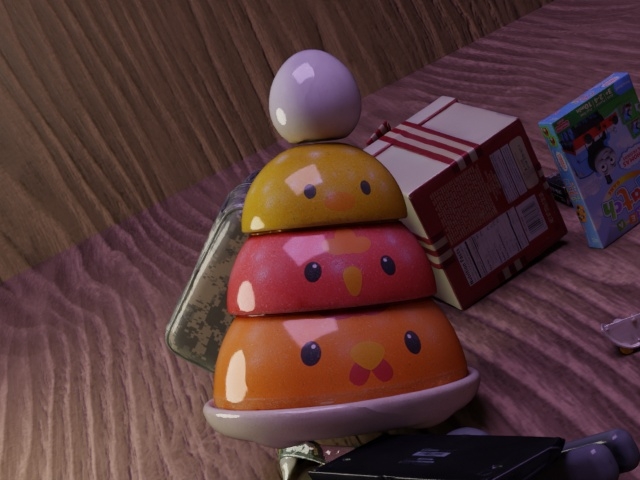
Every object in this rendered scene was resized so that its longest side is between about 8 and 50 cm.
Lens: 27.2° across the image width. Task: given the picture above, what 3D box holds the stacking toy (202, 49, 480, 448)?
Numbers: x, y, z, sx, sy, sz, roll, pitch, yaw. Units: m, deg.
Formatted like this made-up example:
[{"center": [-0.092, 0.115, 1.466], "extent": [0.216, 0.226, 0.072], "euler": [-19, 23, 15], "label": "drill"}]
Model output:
[{"center": [0.000, 0.000, 1.662], "extent": [0.351, 0.479, 0.350], "euler": [-8, 1, 0], "label": "stacking toy"}]

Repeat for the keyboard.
[{"center": [0.090, 0.249, 1.370], "extent": [0.202, 0.033, 0.317], "euler": [-21, 4, -33], "label": "keyboard"}]

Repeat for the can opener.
[{"center": [0.209, 0.238, 1.395], "extent": [0.074, 0.093, 0.280], "euler": [-26, 2, -38], "label": "can opener"}]

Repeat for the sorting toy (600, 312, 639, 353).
[{"center": [0.397, 0.104, 1.660], "extent": [0.083, 0.044, 0.075], "euler": [-22, 11, 14], "label": "sorting toy"}]

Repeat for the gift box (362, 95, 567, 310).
[{"center": [0.216, -0.067, 2.073], "extent": [0.276, 0.255, 0.258], "euler": [-31, 25, -18], "label": "gift box"}]

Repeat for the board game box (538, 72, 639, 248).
[{"center": [0.428, -0.119, 1.963], "extent": [0.160, 0.211, 0.039], "euler": [-33, 20, -21], "label": "board game box"}]

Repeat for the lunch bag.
[{"center": [-0.084, 0.042, 2.061], "extent": [0.256, 0.213, 0.305], "euler": [-77, 11, -66], "label": "lunch bag"}]

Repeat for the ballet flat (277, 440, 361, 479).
[{"center": [0.003, 0.288, 1.641], "extent": [0.222, 0.077, 0.079], "euler": [-2, 49, 52], "label": "ballet flat"}]

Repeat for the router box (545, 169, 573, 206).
[{"center": [0.441, -0.106, 2.196], "extent": [0.122, 0.038, 0.092], "euler": [-28, 18, -7], "label": "router box"}]
